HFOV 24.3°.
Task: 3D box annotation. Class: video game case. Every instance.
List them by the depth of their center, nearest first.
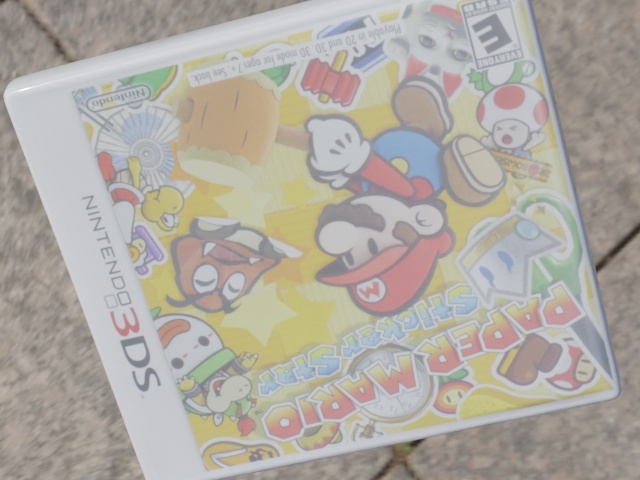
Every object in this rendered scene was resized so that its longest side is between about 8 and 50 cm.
[{"bbox_3d":[0.000,0.000,0.654,0.227,0.026,0.206,-13,111,10],"label":"video game case"}]
